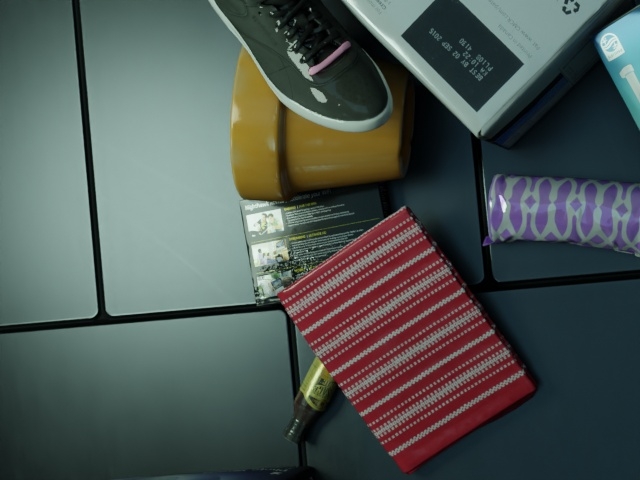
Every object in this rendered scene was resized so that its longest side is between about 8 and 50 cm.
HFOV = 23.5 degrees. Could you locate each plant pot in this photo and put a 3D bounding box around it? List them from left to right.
[{"bbox_3d":[0.009,-0.141,1.788,0.187,0.205,0.205,5,91,10],"label":"plant pot"}]

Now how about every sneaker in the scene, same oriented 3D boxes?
[{"bbox_3d":[-0.035,-0.242,1.645,0.104,0.147,0.296,-37,68,-12],"label":"sneaker"}]

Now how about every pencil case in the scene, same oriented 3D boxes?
[{"bbox_3d":[0.292,-0.029,1.771,0.206,0.086,0.088,7,119,17],"label":"pencil case"}]

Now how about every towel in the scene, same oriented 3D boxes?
[{"bbox_3d":[0.104,0.121,1.816,0.199,0.031,0.275,-35,94,13],"label":"towel"}]

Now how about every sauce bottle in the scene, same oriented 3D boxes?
[{"bbox_3d":[-0.006,0.186,1.870,0.042,0.042,0.128,27,98,14],"label":"sauce bottle"}]

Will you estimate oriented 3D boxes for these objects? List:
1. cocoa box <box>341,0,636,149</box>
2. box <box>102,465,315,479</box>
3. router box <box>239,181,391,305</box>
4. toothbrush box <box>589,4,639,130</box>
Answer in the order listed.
[{"bbox_3d":[0.156,-0.303,1.729,0.231,0.228,0.347,-45,78,10],"label":"cocoa box"},{"bbox_3d":[-0.174,0.371,1.785,0.296,0.294,0.183,-7,88,15],"label":"box"},{"bbox_3d":[0.000,0.000,1.866,0.178,0.046,0.133,-10,87,15],"label":"router box"},{"bbox_3d":[0.446,-0.131,1.638,0.126,0.216,0.296,-30,83,39],"label":"toothbrush box"}]
